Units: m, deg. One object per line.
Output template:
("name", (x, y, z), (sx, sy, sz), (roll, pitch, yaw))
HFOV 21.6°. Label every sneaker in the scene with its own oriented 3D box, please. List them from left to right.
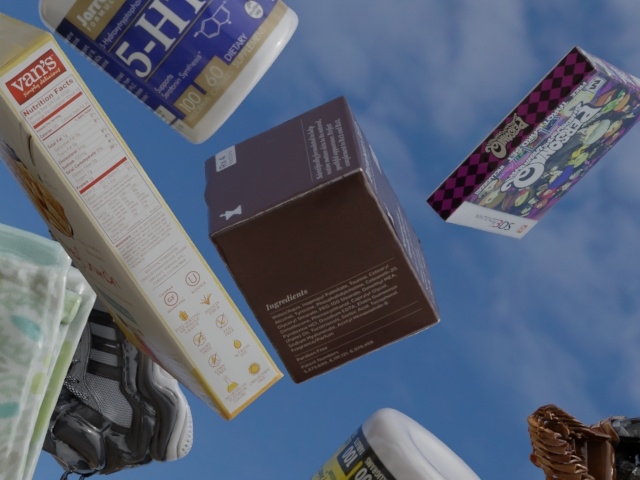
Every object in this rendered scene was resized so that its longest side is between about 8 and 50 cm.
("sneaker", (-0.225, 0.106, 1.533), (0.101, 0.153, 0.268), (14, -54, 64))

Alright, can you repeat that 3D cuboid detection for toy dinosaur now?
("toy dinosaur", (0.249, 0.182, 1.199), (0.218, 0.322, 0.164), (-14, -97, 36))

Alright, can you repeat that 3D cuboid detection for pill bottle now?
("pill bottle", (-0.118, -0.160, 1.093), (0.187, 0.112, 0.112), (38, -28, -9))
("pill bottle", (0.017, 0.346, 1.696), (0.188, 0.334, 0.188), (42, 7, -6))

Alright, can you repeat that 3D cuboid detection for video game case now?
("video game case", (0.247, -0.101, 1.840), (0.042, 0.232, 0.210), (51, 19, 23))

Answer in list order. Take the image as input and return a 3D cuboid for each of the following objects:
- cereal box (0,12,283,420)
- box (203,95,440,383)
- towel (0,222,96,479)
("cereal box", (-0.129, -0.020, 0.952), (0.240, 0.047, 0.173), (57, -14, -25))
("box", (0.000, 0.000, 1.707), (0.168, 0.167, 0.203), (-100, 164, -59))
("towel", (-0.385, 0.109, 1.256), (0.374, 0.320, 0.090), (19, -9, -16))
